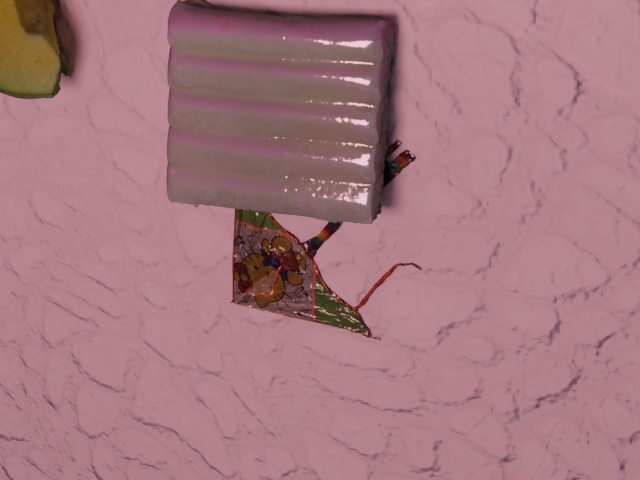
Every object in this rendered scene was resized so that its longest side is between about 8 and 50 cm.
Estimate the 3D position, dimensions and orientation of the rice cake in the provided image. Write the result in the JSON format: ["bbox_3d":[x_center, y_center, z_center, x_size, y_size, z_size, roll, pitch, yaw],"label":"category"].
[{"bbox_3d":[-0.039,-0.100,1.015,0.198,0.037,0.189,15,118,22],"label":"rice cake"}]

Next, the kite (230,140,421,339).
[{"bbox_3d":[0.000,0.000,1.069,0.198,0.006,0.244,49,127,-3],"label":"kite"}]

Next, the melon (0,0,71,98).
[{"bbox_3d":[-0.287,-0.253,0.996,0.124,0.196,0.323,0,125,5],"label":"melon"}]
